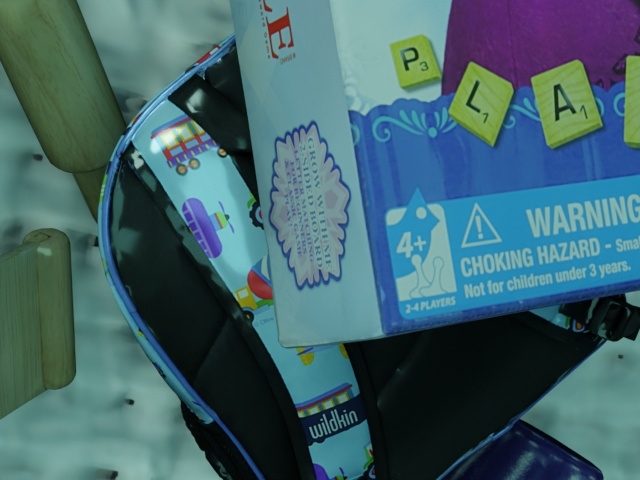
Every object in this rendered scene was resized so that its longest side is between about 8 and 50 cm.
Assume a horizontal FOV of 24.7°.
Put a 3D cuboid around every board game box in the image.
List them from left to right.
[{"bbox_3d":[0.114,-0.146,0.472,0.319,0.066,0.317,-9,88,-29],"label":"board game box"}]

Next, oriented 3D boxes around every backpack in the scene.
[{"bbox_3d":[0.000,0.000,0.509,0.158,0.117,0.173,-40,115,-8],"label":"backpack"}]

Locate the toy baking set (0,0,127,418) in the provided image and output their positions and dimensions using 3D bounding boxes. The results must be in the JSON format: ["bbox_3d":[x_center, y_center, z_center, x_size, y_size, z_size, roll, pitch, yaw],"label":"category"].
[{"bbox_3d":[-0.119,-0.009,0.415,0.256,0.030,0.196,78,31,-47],"label":"toy baking set"}]

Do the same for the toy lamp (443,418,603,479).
[{"bbox_3d":[0.025,0.199,0.592,0.080,0.080,0.274,29,92,-25],"label":"toy lamp"}]
